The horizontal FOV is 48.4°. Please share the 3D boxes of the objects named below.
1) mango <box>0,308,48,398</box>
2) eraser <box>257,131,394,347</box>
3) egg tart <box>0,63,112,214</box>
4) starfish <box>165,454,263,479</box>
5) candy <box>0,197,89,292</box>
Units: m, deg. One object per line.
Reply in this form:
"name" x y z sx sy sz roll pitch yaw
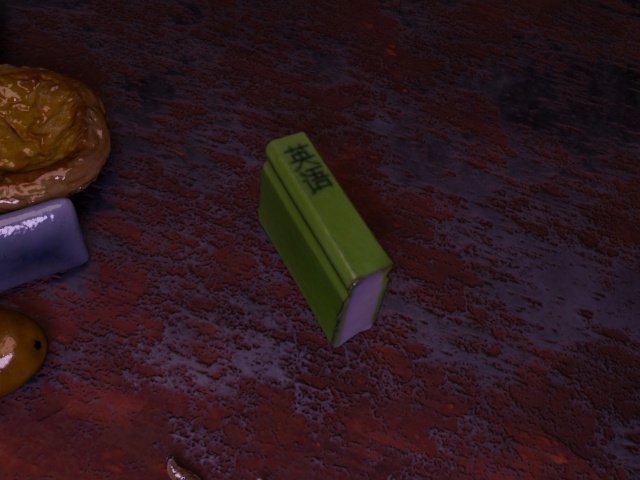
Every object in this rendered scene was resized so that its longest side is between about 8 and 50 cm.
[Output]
"mango" -0.496 0.166 0.994 0.228 0.099 0.136 -8 64 -4
"eraser" 0.000 0.000 1.105 0.092 0.210 0.274 -21 62 -20
"egg tart" -0.506 -0.155 1.172 0.341 0.129 0.341 3 57 -5
"starfish" -0.150 0.412 0.912 0.236 0.062 0.277 -30 69 -23
"candy" -0.448 0.009 1.074 0.174 0.138 0.071 -20 49 -19
